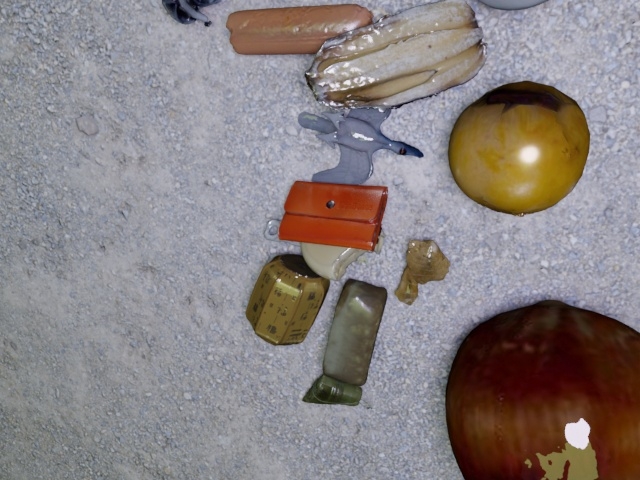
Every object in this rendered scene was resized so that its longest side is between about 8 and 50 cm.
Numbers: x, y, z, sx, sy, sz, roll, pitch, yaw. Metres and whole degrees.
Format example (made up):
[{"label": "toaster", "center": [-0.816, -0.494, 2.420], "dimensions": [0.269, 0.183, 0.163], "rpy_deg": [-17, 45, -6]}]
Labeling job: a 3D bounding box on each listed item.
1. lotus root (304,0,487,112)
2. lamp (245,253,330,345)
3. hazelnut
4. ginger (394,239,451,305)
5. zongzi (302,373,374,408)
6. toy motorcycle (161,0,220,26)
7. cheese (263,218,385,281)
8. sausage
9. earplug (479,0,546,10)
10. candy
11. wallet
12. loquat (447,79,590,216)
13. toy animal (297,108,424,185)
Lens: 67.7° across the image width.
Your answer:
[{"label": "lotus root", "center": [0.134, -0.320, 0.876], "dimensions": [0.329, 0.078, 0.167], "rpy_deg": [-15, 93, -2]}, {"label": "lamp", "center": [-0.072, 0.130, 1.051], "dimensions": [0.161, 0.161, 0.185], "rpy_deg": [27, 110, 4]}, {"label": "hazelnut", "center": [0.442, 0.317, 0.894], "dimensions": [0.421, 0.353, 0.421], "rpy_deg": [-3, 84, 30]}, {"label": "ginger", "center": [0.219, 0.070, 1.014], "dimensions": [0.096, 0.067, 0.165], "rpy_deg": [15, 122, 8]}, {"label": "zongzi", "center": [0.044, 0.388, 1.167], "dimensions": [0.154, 0.062, 0.130], "rpy_deg": [21, 132, -10]}, {"label": "toy motorcycle", "center": [-0.204, -0.497, 0.902], "dimensions": [0.270, 0.106, 0.159], "rpy_deg": [3, 85, 19]}, {"label": "cheese", "center": [0.005, -0.019, 1.021], "dimensions": [0.249, 0.071, 0.163], "rpy_deg": [33, 83, 27]}, {"label": "sausage", "center": [-0.041, -0.403, 0.918], "dimensions": [0.289, 0.086, 0.086], "rpy_deg": [2, 107, 11]}, {"label": "earplug", "center": [0.285, -0.525, 0.758], "dimensions": [0.325, 0.175, 0.214], "rpy_deg": [43, 113, -3]}, {"label": "candy", "center": [0.076, 0.204, 1.065], "dimensions": [0.104, 0.102, 0.234], "rpy_deg": [14, 110, 9]}, {"label": "wallet", "center": [0.025, -0.055, 0.961], "dimensions": [0.204, 0.045, 0.142], "rpy_deg": [7, 64, 22]}, {"label": "loquat", "center": [0.340, -0.158, 0.832], "dimensions": [0.235, 0.235, 0.235], "rpy_deg": [4, 107, 12]}, {"label": "toy animal", "center": [0.070, -0.206, 0.959], "dimensions": [0.255, 0.176, 0.239], "rpy_deg": [34, 111, 38]}]
